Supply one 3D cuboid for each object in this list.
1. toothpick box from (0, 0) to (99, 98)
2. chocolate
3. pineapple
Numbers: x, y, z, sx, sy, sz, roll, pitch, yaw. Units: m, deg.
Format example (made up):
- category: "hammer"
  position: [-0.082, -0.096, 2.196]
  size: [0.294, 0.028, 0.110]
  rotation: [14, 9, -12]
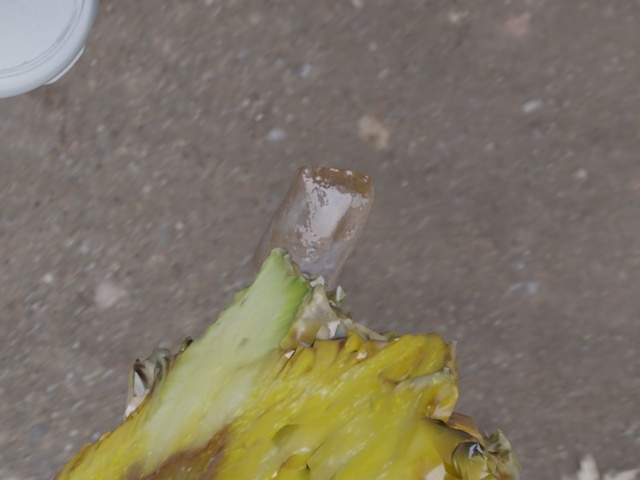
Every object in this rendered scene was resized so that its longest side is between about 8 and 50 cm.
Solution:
- category: "toothpick box"
  position: [-0.339, -0.246, 1.747]
  size: [0.229, 0.316, 0.229]
  rotation: [-2, 95, -23]
- category: "chocolate"
  position: [0.000, 0.000, 1.178]
  size: [0.064, 0.101, 0.031]
  rotation: [10, 37, -28]
- category: "pineapple"
  position: [0.003, 0.157, 0.661]
  size: [0.209, 0.344, 0.286]
  rotation: [51, 40, -20]
